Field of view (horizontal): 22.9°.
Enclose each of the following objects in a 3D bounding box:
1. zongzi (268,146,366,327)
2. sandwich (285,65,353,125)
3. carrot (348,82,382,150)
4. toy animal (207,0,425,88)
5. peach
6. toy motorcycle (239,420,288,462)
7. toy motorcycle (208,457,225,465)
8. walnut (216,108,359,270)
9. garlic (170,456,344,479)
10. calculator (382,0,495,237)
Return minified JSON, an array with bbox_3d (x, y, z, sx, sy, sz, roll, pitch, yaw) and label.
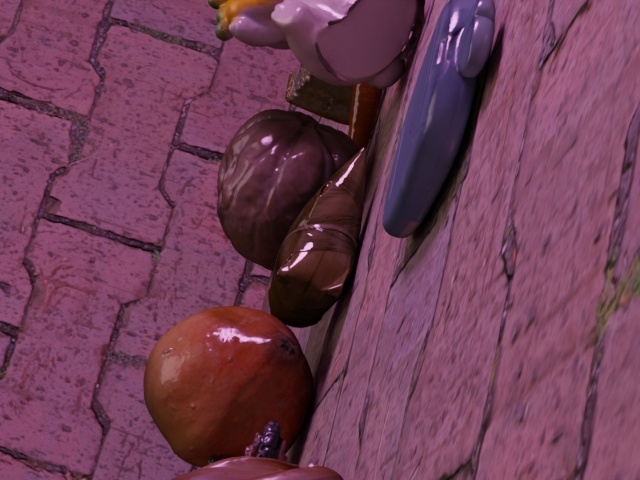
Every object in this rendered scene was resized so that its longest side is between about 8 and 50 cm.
[{"bbox_3d":[0.001,0.001,2.011,0.205,0.094,0.204,117,172,-69],"label":"zongzi"},{"bbox_3d":[0.042,-0.310,2.399,0.122,0.128,0.235,134,152,-64],"label":"sandwich"},{"bbox_3d":[0.076,-0.248,2.217,0.062,0.066,0.271,-8,-61,-50],"label":"carrot"},{"bbox_3d":[-0.004,-0.308,2.053,0.310,0.247,0.183,31,101,57],"label":"toy animal"},{"bbox_3d":[-0.108,0.183,1.998,0.232,0.232,0.232,-164,90,-86],"label":"peach"},{"bbox_3d":[-0.084,0.353,1.814,0.171,0.089,0.298,132,153,-83],"label":"toy motorcycle"},{"bbox_3d":[-0.119,0.397,2.009,0.263,0.091,0.157,91,-171,-58],"label":"toy motorcycle"},{"bbox_3d":[-0.044,-0.063,2.133,0.224,0.224,0.224,-164,90,-86],"label":"walnut"},{"bbox_3d":[-0.060,0.278,1.421,0.214,0.191,0.160,178,83,-74],"label":"garlic"},{"bbox_3d":[0.104,-0.114,1.429,0.302,0.042,0.188,107,177,-60],"label":"calculator"}]
